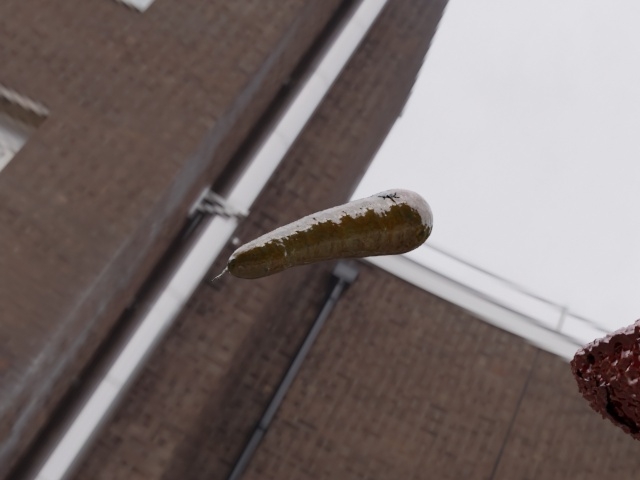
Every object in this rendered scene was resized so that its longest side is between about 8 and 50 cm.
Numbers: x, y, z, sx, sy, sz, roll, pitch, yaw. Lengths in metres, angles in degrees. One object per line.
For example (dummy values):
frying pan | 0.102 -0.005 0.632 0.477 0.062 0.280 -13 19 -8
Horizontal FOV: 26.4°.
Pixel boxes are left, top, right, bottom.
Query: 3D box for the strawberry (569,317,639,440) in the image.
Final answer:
strawberry | 0.398 0.161 1.591 0.106 0.188 0.286 14 -15 -39

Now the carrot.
carrot | 0.000 0.000 1.505 0.078 0.298 0.078 25 -58 48
